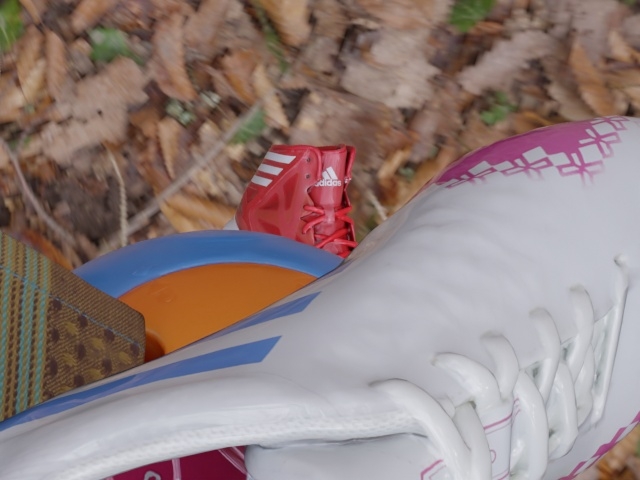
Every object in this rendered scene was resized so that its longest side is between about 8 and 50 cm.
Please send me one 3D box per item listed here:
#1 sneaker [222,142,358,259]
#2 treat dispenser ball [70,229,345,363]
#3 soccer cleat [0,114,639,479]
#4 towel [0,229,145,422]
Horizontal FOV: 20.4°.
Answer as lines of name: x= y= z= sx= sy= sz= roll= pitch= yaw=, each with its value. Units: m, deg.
sneaker: x=0.000 y=0.000 z=1.379 sx=0.087 sy=0.221 sz=0.128 roll=-3 pitch=125 yaw=-39
treat dispenser ball: x=-0.048 y=0.138 z=0.867 sx=0.288 sy=0.288 sz=0.288 roll=-2 pitch=101 yaw=-11
soccer cleat: x=0.025 y=0.060 z=0.518 sx=0.331 sy=0.143 sz=0.116 roll=-28 pitch=105 yaw=-25
towel: x=-0.195 y=0.064 z=0.568 sx=0.040 sy=0.271 sz=0.370 roll=-24 pitch=139 yaw=31
